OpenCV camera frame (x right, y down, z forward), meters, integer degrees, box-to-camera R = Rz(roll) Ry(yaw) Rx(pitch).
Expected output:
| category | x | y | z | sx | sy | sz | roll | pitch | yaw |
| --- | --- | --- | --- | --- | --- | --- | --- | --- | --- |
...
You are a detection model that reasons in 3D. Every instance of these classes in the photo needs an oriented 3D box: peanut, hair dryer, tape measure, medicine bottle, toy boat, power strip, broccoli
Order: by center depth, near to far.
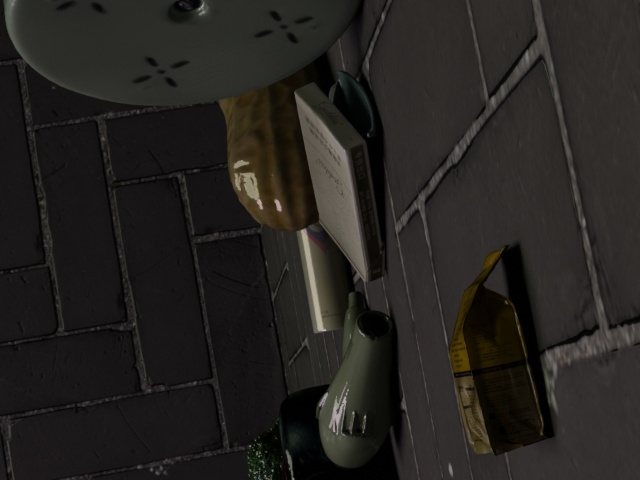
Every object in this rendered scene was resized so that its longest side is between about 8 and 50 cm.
| category | x | y | z | sx | sy | sz | roll | pitch | yaw |
| --- | --- | --- | --- | --- | --- | --- | --- | --- | --- |
| power strip | -0.132 | -0.274 | 1.462 | 0.357 | 0.357 | 0.161 | 92 | 169 | -63 |
| toy boat | 0.040 | -0.125 | 1.526 | 0.122 | 0.034 | 0.096 | 180 | 77 | -75 |
| hair dryer | 0.049 | 0.120 | 1.711 | 0.219 | 0.088 | 0.225 | 107 | 169 | -63 |
| peanut | -0.048 | -0.137 | 1.832 | 0.325 | 0.140 | 0.153 | -103 | -10 | -50 |
| tape measure | 0.019 | 0.282 | 1.886 | 0.202 | 0.135 | 0.223 | 69 | -170 | -63 |
| medicine bottle | 0.000 | 0.000 | 1.951 | 0.059 | 0.059 | 0.231 | 134 | 126 | -83 |
| broccoli | -0.013 | 0.309 | 2.103 | 0.156 | 0.195 | 0.195 | -61 | 19 | 17 |

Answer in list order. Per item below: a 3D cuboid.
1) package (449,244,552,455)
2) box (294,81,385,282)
| category | x | y | z | sx | sy | sz | roll | pitch | yaw |
| --- | --- | --- | --- | --- | --- | --- | --- | --- | --- |
| package | 0.110 | 0.072 | 1.001 | 0.071 | 0.047 | 0.131 | 123 | 136 | -86 |
| box | 0.022 | -0.058 | 1.572 | 0.109 | 0.029 | 0.198 | 53 | 163 | 40 |
